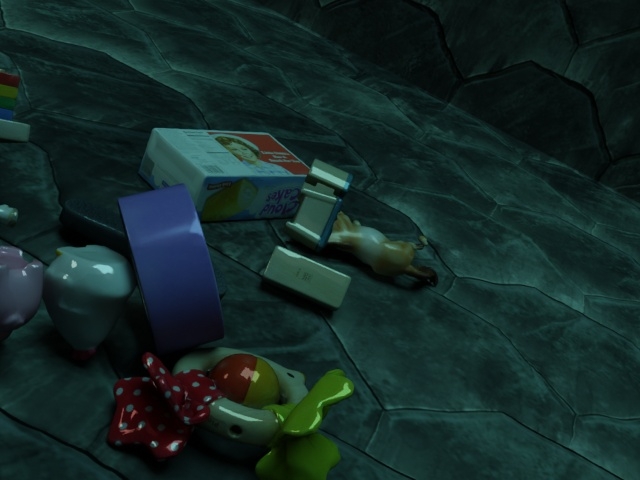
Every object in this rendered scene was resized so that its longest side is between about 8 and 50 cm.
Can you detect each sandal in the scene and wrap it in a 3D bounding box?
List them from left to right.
[{"bbox_3d":[-0.237,0.021,1.178,0.254,0.054,0.097,27,15,13],"label":"sandal"}]

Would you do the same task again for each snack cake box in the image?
[{"bbox_3d":[-0.149,-0.111,1.464,0.264,0.089,0.152,-5,37,-48],"label":"snack cake box"}]

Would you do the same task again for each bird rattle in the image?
[{"bbox_3d":[-0.097,0.183,0.959,0.253,0.143,0.207,10,15,-4],"label":"bird rattle"}]

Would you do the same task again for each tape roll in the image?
[{"bbox_3d":[-0.174,0.033,1.013,0.080,0.189,0.189,-14,38,-13],"label":"tape roll"}]

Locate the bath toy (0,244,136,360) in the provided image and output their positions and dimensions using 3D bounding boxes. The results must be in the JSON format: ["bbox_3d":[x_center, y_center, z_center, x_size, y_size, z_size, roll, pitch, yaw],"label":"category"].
[{"bbox_3d":[-0.355,0.068,0.883,0.348,0.129,0.151,1,16,-43],"label":"bath toy"}]

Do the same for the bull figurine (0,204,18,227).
[{"bbox_3d":[-0.474,-0.047,1.022,0.188,0.101,0.310,8,31,-39],"label":"bull figurine"}]

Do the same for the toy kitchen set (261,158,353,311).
[{"bbox_3d":[0.000,0.000,1.361,0.122,0.207,0.166,24,-13,-3],"label":"toy kitchen set"}]

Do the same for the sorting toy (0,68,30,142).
[{"bbox_3d":[-0.530,-0.193,1.130,0.255,0.089,0.257,9,1,-32],"label":"sorting toy"}]

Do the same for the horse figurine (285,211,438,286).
[{"bbox_3d":[0.088,0.006,1.485,0.263,0.066,0.174,27,23,5],"label":"horse figurine"}]
